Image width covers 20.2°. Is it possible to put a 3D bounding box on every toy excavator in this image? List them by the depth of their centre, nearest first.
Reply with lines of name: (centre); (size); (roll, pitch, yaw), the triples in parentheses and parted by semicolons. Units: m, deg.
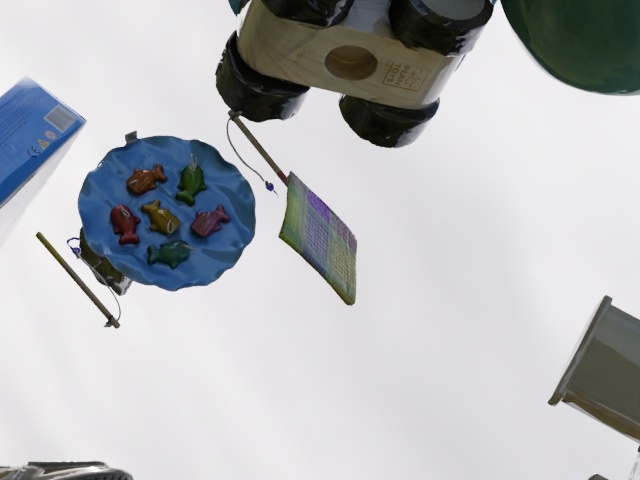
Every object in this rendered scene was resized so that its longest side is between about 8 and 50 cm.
toy excavator: (0.114, -0.338, 2.022); (0.222, 0.433, 0.445); (118, -20, -53)

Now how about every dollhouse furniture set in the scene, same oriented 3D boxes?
dollhouse furniture set: (0.339, 0.253, 2.126); (0.198, 0.286, 0.303); (29, -22, 5)

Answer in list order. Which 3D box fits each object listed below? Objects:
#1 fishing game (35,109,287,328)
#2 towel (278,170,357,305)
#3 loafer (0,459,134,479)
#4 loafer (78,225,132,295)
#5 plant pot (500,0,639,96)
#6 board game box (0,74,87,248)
fishing game: (-0.157, -0.037, 1.853); (0.189, 0.264, 0.041); (52, -23, 19)
towel: (0.000, 0.000, 1.160); (0.009, 0.060, 0.083); (-22, -47, 27)
loafer: (-0.184, 0.163, 1.127); (0.050, 0.148, 0.056); (36, -60, 42)
loafer: (-0.246, 0.008, 2.071); (0.078, 0.080, 0.220); (27, -21, 0)
plant pot: (0.303, -0.288, 1.798); (0.293, 0.293, 0.235); (39, -38, 37)
board game box: (-0.407, 0.010, 1.880); (0.086, 0.308, 0.302); (38, -58, -3)
